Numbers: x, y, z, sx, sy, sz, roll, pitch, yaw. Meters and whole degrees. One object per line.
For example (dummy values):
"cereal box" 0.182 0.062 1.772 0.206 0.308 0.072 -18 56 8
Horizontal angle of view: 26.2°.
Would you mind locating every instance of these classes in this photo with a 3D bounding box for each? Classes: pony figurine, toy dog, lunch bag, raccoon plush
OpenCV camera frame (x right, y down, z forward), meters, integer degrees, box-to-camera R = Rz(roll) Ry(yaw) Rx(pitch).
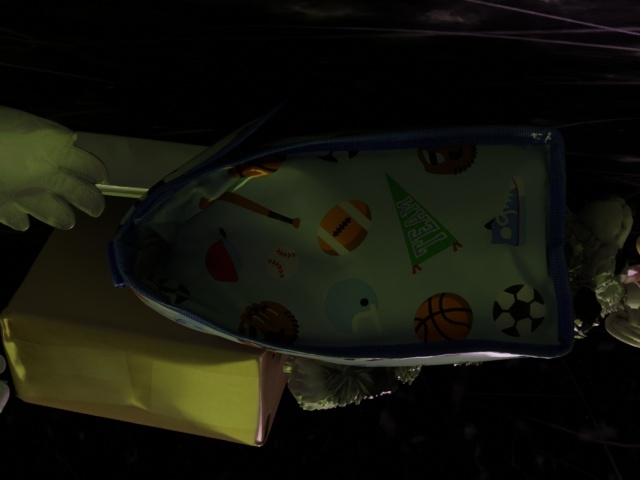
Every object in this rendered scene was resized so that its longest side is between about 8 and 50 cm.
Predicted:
"pony figurine" -0.428 -0.010 1.333 0.351 0.302 0.363 26 164 -17
"toy dog" 0.474 0.037 1.919 0.334 0.161 0.220 5 -159 -47
"lunch bag" 0.000 0.000 1.270 0.386 0.238 0.328 -3 178 -7
"raccoon plush" 0.185 0.059 1.718 0.446 0.216 0.299 -18 170 17

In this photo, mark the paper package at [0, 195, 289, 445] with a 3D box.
"paper package" -0.188 0.074 1.727 0.325 0.168 0.309 10 -139 7

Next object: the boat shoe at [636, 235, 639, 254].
"boat shoe" 0.587 0.028 2.182 0.089 0.104 0.285 7 168 32

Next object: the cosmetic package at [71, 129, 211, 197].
"cosmetic package" -0.231 -0.083 1.503 0.239 0.060 0.099 5 177 -22
